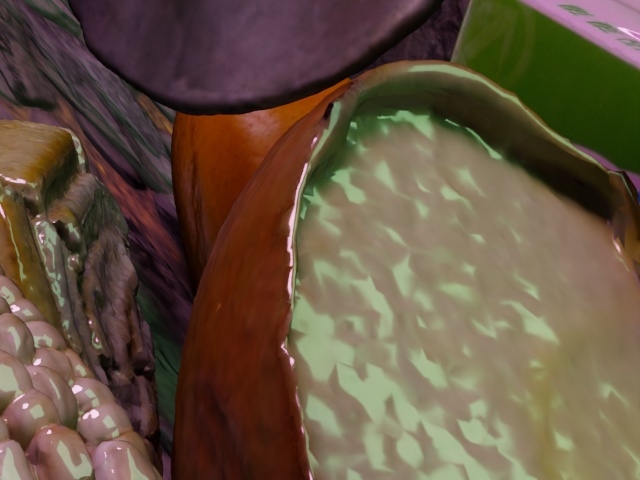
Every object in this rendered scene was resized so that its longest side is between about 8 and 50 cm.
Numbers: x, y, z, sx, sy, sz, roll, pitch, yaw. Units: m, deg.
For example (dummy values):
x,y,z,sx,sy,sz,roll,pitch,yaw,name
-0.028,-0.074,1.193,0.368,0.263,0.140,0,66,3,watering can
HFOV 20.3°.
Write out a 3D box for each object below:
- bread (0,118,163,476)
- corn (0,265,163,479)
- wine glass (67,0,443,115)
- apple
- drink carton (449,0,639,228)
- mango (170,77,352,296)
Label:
x,y,z,sx,sy,sz,roll,pitch,yaw,name
-0.084,0.024,0.515,0.156,0.064,0.118,-95,168,-70,bread
-0.121,0.016,0.406,0.211,0.087,0.087,47,7,19,corn
-0.116,-0.183,0.498,0.406,0.267,0.267,26,25,-57,wine glass
0.058,0.120,0.505,0.346,0.179,0.254,66,6,22,apple
0.097,0.053,0.632,0.108,0.271,0.161,-4,32,-42,drink carton
0.000,0.000,0.891,0.257,0.138,0.187,61,0,24,mango
